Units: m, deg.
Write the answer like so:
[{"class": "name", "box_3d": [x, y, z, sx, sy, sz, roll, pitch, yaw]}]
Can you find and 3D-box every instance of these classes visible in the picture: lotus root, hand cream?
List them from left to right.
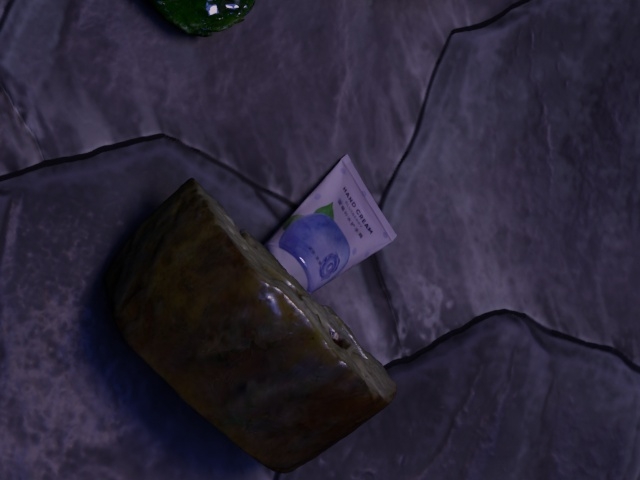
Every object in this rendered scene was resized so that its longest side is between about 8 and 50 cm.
[{"class": "lotus root", "box_3d": [-0.052, 0.076, 1.114, 0.119, 0.138, 0.235, -44, 104, 5]}, {"class": "hand cream", "box_3d": [0.000, 0.000, 1.208, 0.142, 0.053, 0.084, -40, 106, -31]}]

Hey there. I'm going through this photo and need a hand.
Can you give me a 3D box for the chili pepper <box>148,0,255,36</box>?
[{"class": "chili pepper", "box_3d": [-0.127, -0.262, 1.136, 0.098, 0.061, 0.224, -31, 105, -15]}]
